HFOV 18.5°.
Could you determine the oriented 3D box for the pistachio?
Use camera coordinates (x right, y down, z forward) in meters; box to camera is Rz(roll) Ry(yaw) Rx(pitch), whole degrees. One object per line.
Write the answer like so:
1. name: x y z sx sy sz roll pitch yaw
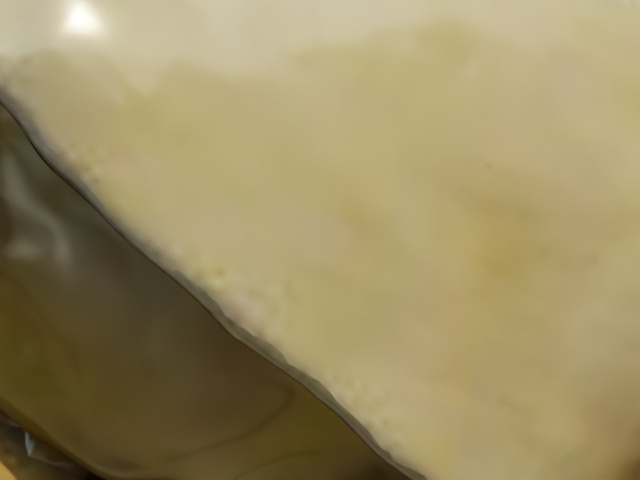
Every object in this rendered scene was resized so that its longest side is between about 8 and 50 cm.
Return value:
1. pistachio: 0.000 0.000 0.544 0.321 0.238 0.229 24 -57 -35
